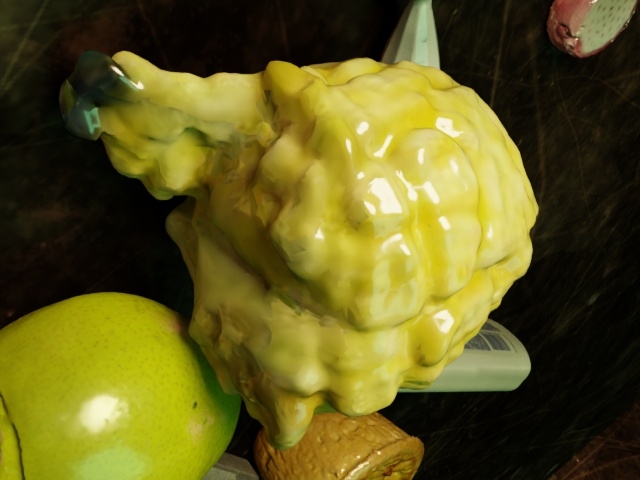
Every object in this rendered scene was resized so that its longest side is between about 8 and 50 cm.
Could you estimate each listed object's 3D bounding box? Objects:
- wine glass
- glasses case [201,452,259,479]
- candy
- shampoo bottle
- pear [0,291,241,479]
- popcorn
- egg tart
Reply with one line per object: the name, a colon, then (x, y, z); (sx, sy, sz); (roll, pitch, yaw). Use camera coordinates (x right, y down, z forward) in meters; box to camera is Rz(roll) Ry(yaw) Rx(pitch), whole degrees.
wine glass: (0.073, -0.145, 0.614); (0.073, 0.073, 0.155); (-25, 139, -28)
glasses case: (-0.143, 0.275, 0.866); (0.071, 0.047, 0.205); (-45, 147, -2)
candy: (0.277, -0.235, 0.760); (0.103, 0.043, 0.103); (-29, 145, -23)
shampoo bottle: (0.130, 0.125, 0.917); (0.359, 0.134, 0.078); (13, 117, -51)
pear: (-0.158, 0.132, 0.565); (0.219, 0.187, 0.187); (2, 125, -53)
popcorn: (0.005, -0.003, 0.534); (0.237, 0.293, 0.293); (-35, 154, -55)
egg tart: (0.016, 0.274, 0.947); (0.202, 0.147, 0.203); (-27, 144, -22)
